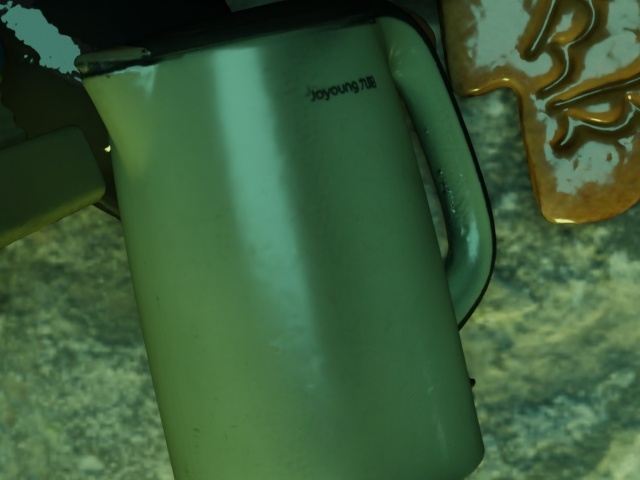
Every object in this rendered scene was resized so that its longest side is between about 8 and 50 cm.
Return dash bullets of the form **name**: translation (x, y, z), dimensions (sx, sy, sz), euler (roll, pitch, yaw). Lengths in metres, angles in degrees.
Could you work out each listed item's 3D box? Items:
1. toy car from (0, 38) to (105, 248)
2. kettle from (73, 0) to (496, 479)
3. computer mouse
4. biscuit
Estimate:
- **toy car**: translation (-0.307, 0.003, 0.690), dimensions (0.336, 0.242, 0.226), euler (-42, 91, 18)
- **kettle**: translation (0.000, 0.000, 0.739), dimensions (0.240, 0.165, 0.255), euler (-18, 97, -37)
- **computer mouse**: translation (-0.165, -0.105, 0.796), dimensions (0.264, 0.088, 0.147), euler (20, 92, 0)
- **biscuit**: translation (0.154, -0.169, 0.799), dimensions (0.306, 0.043, 0.284), euler (36, 90, 3)
